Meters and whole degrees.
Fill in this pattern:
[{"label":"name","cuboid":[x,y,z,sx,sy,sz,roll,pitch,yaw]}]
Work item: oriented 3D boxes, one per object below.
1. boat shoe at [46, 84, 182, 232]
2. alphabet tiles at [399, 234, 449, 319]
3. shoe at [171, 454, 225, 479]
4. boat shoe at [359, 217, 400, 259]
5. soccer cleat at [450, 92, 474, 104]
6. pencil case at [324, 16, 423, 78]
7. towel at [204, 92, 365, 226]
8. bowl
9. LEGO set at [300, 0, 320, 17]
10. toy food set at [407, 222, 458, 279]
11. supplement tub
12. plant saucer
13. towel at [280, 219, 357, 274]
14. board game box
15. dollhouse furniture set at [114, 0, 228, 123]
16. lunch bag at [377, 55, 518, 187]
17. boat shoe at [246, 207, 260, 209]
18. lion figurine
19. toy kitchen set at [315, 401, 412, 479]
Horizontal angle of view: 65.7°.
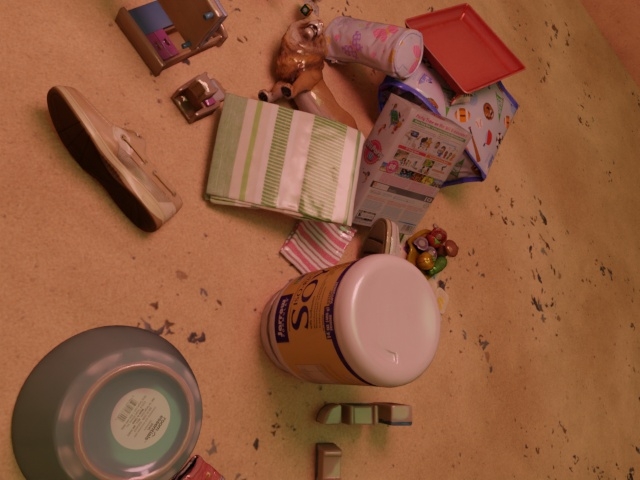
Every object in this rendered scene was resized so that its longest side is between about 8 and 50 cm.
[{"label":"boat shoe","cuboid":[-0.377,-0.159,0.926,0.302,0.109,0.098,55,49,-18]},{"label":"alphabet tiles","cuboid":[0.243,0.125,1.346,0.284,0.021,0.278,42,58,-20]},{"label":"shoe","cuboid":[-0.251,0.477,0.881,0.081,0.063,0.178,51,50,-12]},{"label":"boat shoe","cuboid":[0.160,0.098,1.220,0.103,0.113,0.303,7,92,-25]},{"label":"soccer cleat","cuboid":[0.367,-0.367,1.278,0.035,0.029,0.083,47,57,4]},{"label":"pencil case","cuboid":[0.128,-0.496,1.267,0.124,0.273,0.113,-53,141,-11]},{"label":"towel","cuboid":[-0.072,-0.171,1.091,0.324,0.038,0.248,11,79,-9]},{"label":"bowl","cuboid":[-0.322,0.291,0.813,0.311,0.163,0.312,9,74,-33]},{"label":"LEGO set","cuboid":[-0.060,-0.659,1.253,0.182,0.060,0.244,29,39,-26]},{"label":"toy food set","cuboid":[0.326,0.022,1.384,0.217,0.071,0.128,-31,94,-43]},{"label":"supplement tub","cuboid":[0.045,0.168,0.999,0.241,0.331,0.241,10,72,-34]},{"label":"plant saucer","cuboid":[0.374,-0.498,1.303,0.258,0.048,0.259,-28,76,-29]},{"label":"towel","cuboid":[0.000,0.000,1.198,0.144,0.029,0.197,43,58,-19]},{"label":"board game box","cuboid":[0.200,-0.175,1.223,0.223,0.303,0.097,10,30,-37]},{"label":"dollhouse furniture set","cuboid":[-0.220,-0.447,0.984,0.198,0.303,0.286,-43,104,-34]},{"label":"lunch bag","cuboid":[0.342,-0.394,1.417,0.385,0.238,0.328,45,59,-27]},{"label":"boat shoe","cuboid":[-0.091,-0.128,1.139,0.219,0.070,0.078,-19,90,-37]},{"label":"lion figurine","cuboid":[-0.001,-0.339,1.238,0.240,0.142,0.392,-52,123,-41]},{"label":"toy kitchen set","cuboid":[0.090,0.453,1.117,0.207,0.122,0.166,5,75,-14]}]
